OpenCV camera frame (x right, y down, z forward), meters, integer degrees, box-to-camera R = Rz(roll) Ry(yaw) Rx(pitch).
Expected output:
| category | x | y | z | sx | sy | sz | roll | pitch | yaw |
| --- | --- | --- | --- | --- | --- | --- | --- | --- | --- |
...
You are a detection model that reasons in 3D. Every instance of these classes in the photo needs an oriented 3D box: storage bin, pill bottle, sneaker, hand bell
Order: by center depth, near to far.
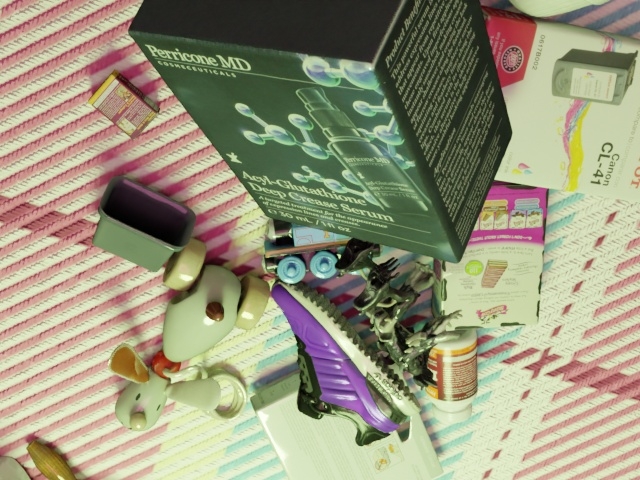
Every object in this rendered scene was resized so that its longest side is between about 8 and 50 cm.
| category | x | y | z | sx | sy | sz | roll | pitch | yaw |
| --- | --- | --- | --- | --- | --- | --- | --- | --- | --- |
| storage bin | -0.263 | -0.021 | 1.283 | 0.135 | 0.098 | 0.091 | 26 | 134 | -15 |
| sneaker | 0.004 | 0.193 | 1.338 | 0.146 | 0.102 | 0.293 | -44 | 86 | 7 |
| pill bottle | 0.209 | 0.212 | 1.417 | 0.086 | 0.086 | 0.152 | -7 | 111 | -4 |
| hand bell | -0.387 | 0.416 | 1.437 | 0.126 | 0.126 | 0.242 | -42 | 98 | 10 |

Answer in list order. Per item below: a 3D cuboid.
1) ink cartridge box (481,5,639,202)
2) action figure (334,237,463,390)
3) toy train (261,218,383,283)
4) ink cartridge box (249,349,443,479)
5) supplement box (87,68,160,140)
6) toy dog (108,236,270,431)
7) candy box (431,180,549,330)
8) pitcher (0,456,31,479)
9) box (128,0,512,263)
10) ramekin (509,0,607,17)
| category | x | y | z | sx | sy | sz | roll | pitch | yaw |
| --- | --- | --- | --- | --- | --- | --- | --- | --- | --- |
| ink cartridge box | 0.335 | -0.192 | 1.254 | 0.306 | 0.131 | 0.226 | 9 | 110 | -8 |
| action figure | 0.130 | 0.108 | 1.290 | 0.141 | 0.164 | 0.275 | -34 | 134 | -1 |
| toy train | 0.000 | 0.000 | 1.322 | 0.184 | 0.080 | 0.105 | -7 | 103 | -2 |
| ink cartridge box | 0.047 | 0.323 | 1.459 | 0.239 | 0.060 | 0.275 | -26 | 111 | -7 |
| supplement box | -0.273 | -0.190 | 1.235 | 0.083 | 0.043 | 0.055 | 42 | 101 | -18 |
| toy dog | -0.199 | 0.166 | 1.316 | 0.220 | 0.161 | 0.333 | 8 | 110 | -9 |
| candy box | 0.256 | 0.017 | 1.356 | 0.159 | 0.071 | 0.233 | -2 | 110 | -5 |
| pitcher | -0.484 | 0.463 | 1.376 | 0.125 | 0.207 | 0.177 | -37 | 111 | 9 |
| box | 0.027 | -0.178 | 1.027 | 0.212 | 0.294 | 0.395 | -65 | 150 | -20 |
| ramekin | 0.294 | -0.389 | 1.138 | 0.109 | 0.207 | 0.207 | -17 | 117 | 39 |
